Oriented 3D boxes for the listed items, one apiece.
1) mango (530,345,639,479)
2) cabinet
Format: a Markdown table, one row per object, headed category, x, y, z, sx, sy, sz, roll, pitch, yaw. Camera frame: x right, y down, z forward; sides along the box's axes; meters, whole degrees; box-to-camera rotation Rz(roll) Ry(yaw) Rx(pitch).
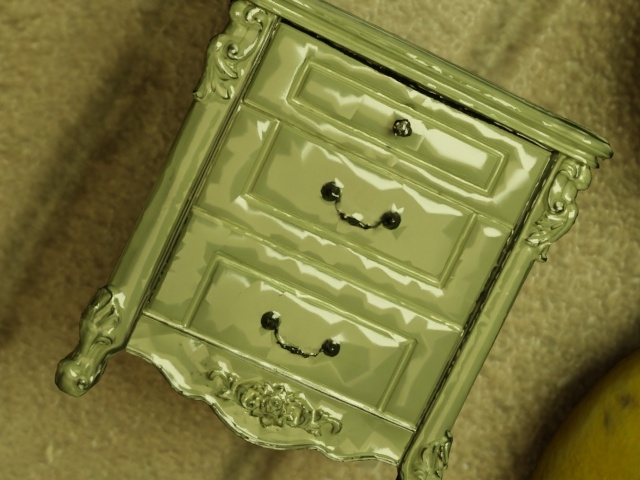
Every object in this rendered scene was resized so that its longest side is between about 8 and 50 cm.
| category | x | y | z | sx | sy | sz | roll | pitch | yaw |
| --- | --- | --- | --- | --- | --- | --- | --- | --- | --- |
| mango | 0.308 | 0.206 | 0.984 | 0.253 | 0.182 | 0.365 | 25 | 123 | 0 |
| cabinet | 0.000 | 0.000 | 0.937 | 0.290 | 0.227 | 0.318 | 25 | 96 | -9 |
